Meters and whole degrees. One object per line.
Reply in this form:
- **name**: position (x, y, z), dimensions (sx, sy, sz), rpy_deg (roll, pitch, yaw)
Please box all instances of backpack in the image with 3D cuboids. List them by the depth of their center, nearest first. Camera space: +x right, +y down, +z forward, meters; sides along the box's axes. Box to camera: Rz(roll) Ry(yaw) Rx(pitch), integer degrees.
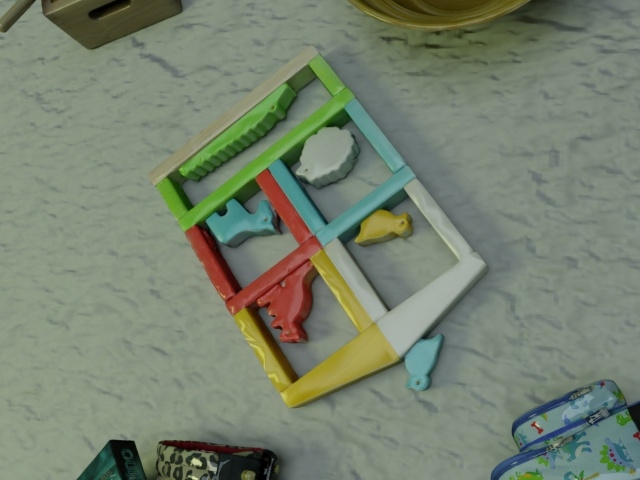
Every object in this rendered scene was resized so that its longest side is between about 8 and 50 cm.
- **backpack**: position (0.170, 0.152, 0.458), dimensions (0.114, 0.105, 0.084), rpy_deg (-29, 49, 10)

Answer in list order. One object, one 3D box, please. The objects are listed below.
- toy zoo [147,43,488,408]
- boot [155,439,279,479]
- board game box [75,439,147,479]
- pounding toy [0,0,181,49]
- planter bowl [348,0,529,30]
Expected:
- **toy zoo**: position (0.000, 0.000, 0.580), dimensions (0.192, 0.030, 0.293), rpy_deg (-36, 70, 7)
- **boot**: position (-0.044, 0.247, 0.503), dimensions (0.236, 0.085, 0.179), rpy_deg (1, 78, 28)
- **board game box**: position (-0.186, 0.263, 0.542), dimensions (0.186, 0.026, 0.126), rpy_deg (-49, 50, 19)
- **pounding toy**: position (-0.224, -0.256, 0.669), dimensions (0.141, 0.100, 0.130), rpy_deg (-17, 73, 13)
- **planter bowl**: position (0.111, -0.250, 0.568), dimensions (0.217, 0.090, 0.217), rpy_deg (-4, 77, 17)
